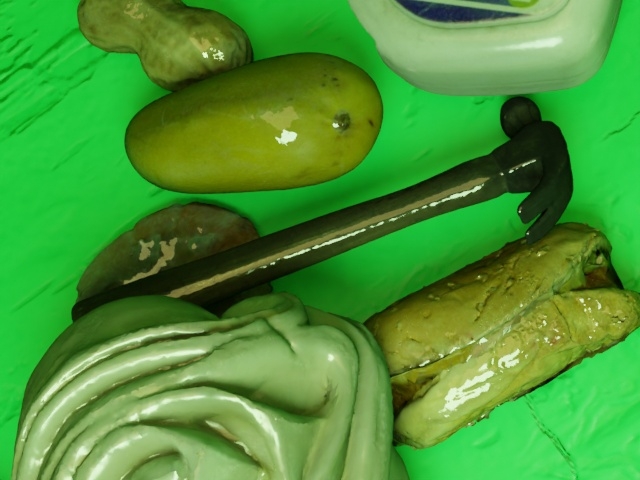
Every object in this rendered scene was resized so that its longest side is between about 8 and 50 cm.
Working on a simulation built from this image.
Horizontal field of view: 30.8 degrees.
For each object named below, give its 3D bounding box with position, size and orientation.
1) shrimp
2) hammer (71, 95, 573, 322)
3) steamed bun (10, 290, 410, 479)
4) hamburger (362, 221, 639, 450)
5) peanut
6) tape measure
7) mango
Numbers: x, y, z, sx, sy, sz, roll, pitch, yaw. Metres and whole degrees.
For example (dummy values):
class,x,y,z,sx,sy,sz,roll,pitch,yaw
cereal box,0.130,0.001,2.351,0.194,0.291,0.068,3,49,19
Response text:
class,x,y,z,sx,sy,sz,roll,pitch,yaw
shrimp,-0.173,0.095,1.039,0.164,0.062,0.317,34,80,23
hammer,0.000,0.000,0.978,0.440,0.044,0.168,-20,34,5
steamed bun,-0.096,0.204,0.858,0.310,0.219,0.324,-8,98,18
hamburger,0.133,0.070,0.937,0.262,0.131,0.124,-30,75,0
peanut,-0.152,-0.194,1.102,0.193,0.089,0.089,28,83,24
tape measure,0.143,-0.259,1.029,0.258,0.130,0.265,12,84,19
mango,-0.066,-0.102,1.022,0.251,0.156,0.114,-2,117,20
